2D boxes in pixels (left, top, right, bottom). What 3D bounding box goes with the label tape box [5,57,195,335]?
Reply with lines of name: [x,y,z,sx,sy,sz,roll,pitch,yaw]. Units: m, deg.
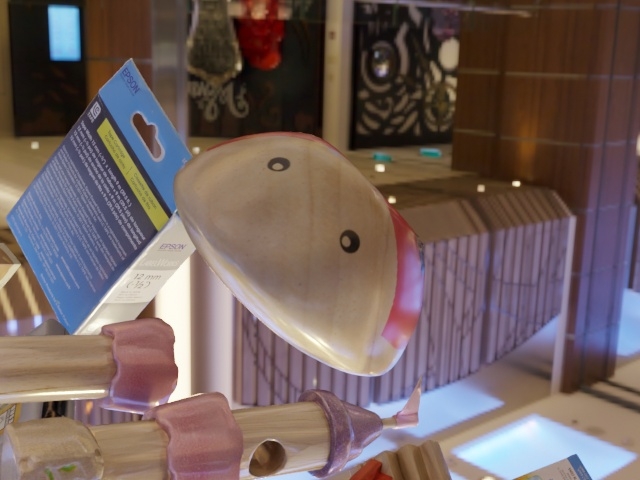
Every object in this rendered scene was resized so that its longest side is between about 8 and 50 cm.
label tape box: [-0.296,-0.055,1.245,0.115,0.347,0.249,7,-137,-57]

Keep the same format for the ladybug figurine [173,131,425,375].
ladybug figurine: [0.000,0.000,0.913,0.305,0.162,0.449,46,-177,6]

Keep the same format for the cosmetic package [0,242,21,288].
cosmetic package: [-0.425,0.035,1.010,0.041,0.060,0.115,45,-167,14]

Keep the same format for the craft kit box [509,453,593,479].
craft kit box: [0.307,0.453,1.161,0.247,0.061,0.249,-17,-133,-7]

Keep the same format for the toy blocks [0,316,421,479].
toy blocks: [-0.060,0.226,0.496,0.260,0.288,0.309,4,-165,-32]

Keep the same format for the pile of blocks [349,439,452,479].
pile of blocks: [0.079,0.404,0.938,0.149,0.362,0.113,-16,152,42]

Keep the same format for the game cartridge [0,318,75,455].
game cartridge: [-0.302,0.185,0.713,0.198,0.062,0.297,-32,-158,-5]
